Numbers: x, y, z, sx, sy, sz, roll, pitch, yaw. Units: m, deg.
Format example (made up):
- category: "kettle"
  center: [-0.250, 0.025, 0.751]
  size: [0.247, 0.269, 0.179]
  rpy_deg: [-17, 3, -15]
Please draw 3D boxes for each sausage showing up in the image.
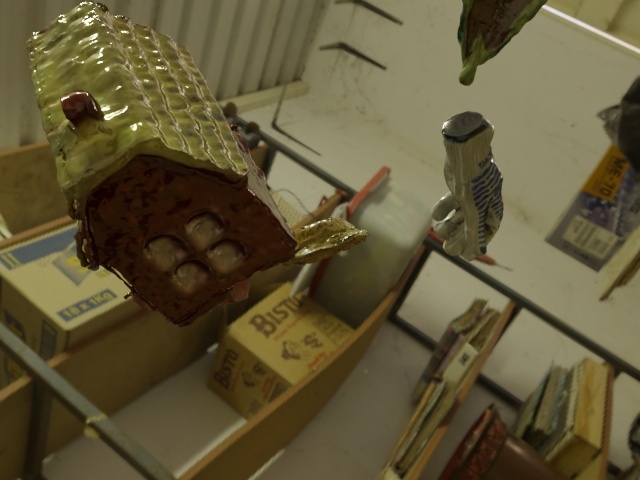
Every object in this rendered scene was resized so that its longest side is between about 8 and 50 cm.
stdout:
- category: "sausage"
  center: [-0.176, 0.060, 0.783]
  size: [0.065, 0.169, 0.065]
  rpy_deg: [29, -123, -59]

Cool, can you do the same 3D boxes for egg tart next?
- category: "egg tart"
  center: [0.000, 0.000, 0.816]
  size: [0.128, 0.049, 0.129]
  rpy_deg: [-19, 0, 0]

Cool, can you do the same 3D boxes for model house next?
- category: "model house"
  center: [-0.149, -0.073, 0.526]
  size: [0.160, 0.196, 0.254]
  rpy_deg: [-28, -32, -1]

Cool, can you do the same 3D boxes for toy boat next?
- category: "toy boat"
  center: [0.206, -0.283, 0.548]
  size: [0.293, 0.108, 0.099]
  rpy_deg: [-55, 26, 38]

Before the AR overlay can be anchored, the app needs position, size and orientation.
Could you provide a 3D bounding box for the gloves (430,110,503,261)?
- category: "gloves"
  center: [0.210, -0.067, 0.850]
  size: [0.119, 0.097, 0.229]
  rpy_deg: [-88, -3, -53]
